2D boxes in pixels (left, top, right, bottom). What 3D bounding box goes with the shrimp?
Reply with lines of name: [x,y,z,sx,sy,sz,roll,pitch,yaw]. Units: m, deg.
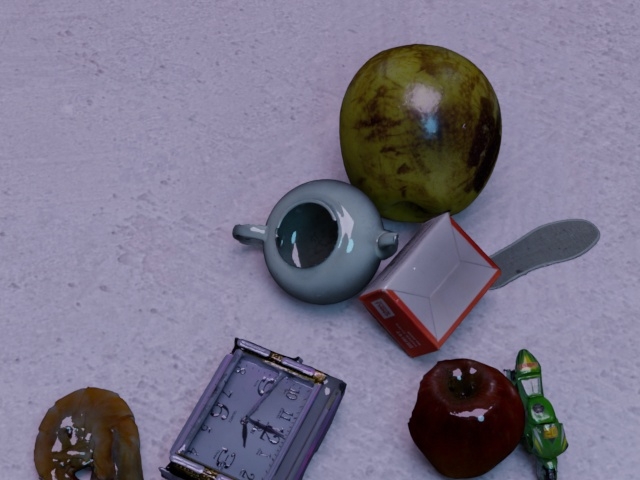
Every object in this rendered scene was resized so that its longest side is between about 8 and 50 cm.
shrimp: [-0.320,0.329,2.000,0.152,0.063,0.287,-12,52,-7]

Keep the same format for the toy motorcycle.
toy motorcycle: [0.306,0.257,2.041,0.074,0.106,0.190,-8,56,-8]

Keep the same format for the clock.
clock: [-0.093,0.269,2.036,0.186,0.083,0.253,22,57,13]

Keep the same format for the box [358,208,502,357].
box: [0.164,0.067,2.152,0.133,0.099,0.182,46,63,-11]

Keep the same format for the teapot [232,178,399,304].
teapot: [0.000,0.000,2.173,0.294,0.129,0.193,4,81,24]

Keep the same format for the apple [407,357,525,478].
apple: [0.206,0.259,2.007,0.156,0.158,0.147,-23,44,-16]

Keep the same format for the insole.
insole: [0.342,0.017,2.279,0.232,0.003,0.080,-23,58,-17]

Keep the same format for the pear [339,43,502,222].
pear: [0.157,-0.165,2.244,0.283,0.283,0.284,1,54,-1]
